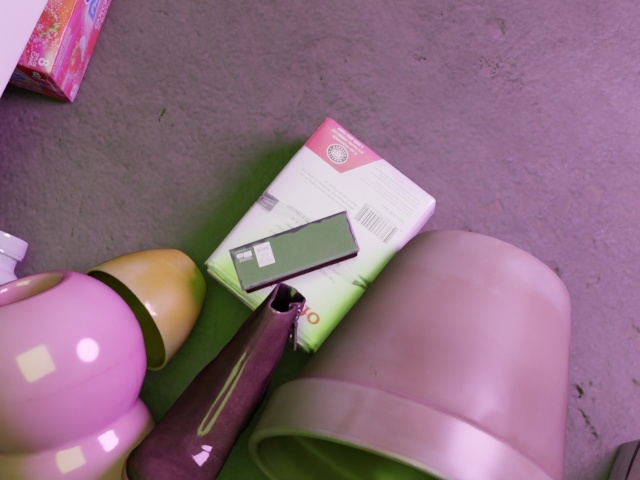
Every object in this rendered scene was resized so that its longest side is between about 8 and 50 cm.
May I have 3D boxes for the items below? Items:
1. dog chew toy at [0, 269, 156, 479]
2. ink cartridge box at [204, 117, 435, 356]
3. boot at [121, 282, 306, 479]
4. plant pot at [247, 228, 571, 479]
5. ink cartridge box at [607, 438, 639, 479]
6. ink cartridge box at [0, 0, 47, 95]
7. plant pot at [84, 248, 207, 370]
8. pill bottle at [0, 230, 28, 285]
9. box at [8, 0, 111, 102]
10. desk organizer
[{"bbox_3d":[-0.261,0.203,1.315,0.207,0.206,0.331,-16,104,-2],"label":"dog chew toy"},{"bbox_3d":[0.000,0.000,1.407,0.159,0.092,0.218,39,82,7],"label":"ink cartridge box"},{"bbox_3d":[-0.101,0.150,1.245,0.090,0.248,0.206,30,106,3],"label":"boot"},{"bbox_3d":[0.124,0.153,1.297,0.323,0.323,0.280,22,65,4],"label":"plant pot"},{"bbox_3d":[0.389,0.266,1.303,0.148,0.203,0.085,20,79,4],"label":"ink cartridge box"},{"bbox_3d":[-0.521,-0.208,1.330,0.395,0.166,0.285,17,80,33],"label":"ink cartridge box"},{"bbox_3d":[-0.183,0.063,1.392,0.134,0.134,0.095,47,57,7],"label":"plant pot"},{"bbox_3d":[-0.393,0.075,1.393,0.103,0.103,0.184,20,81,4],"label":"pill bottle"},{"bbox_3d":[-0.311,-0.305,1.446,0.128,0.122,0.256,18,81,4],"label":"box"},{"bbox_3d":[-0.026,0.014,1.334,0.130,0.050,0.047,-19,82,-2],"label":"desk organizer"}]
